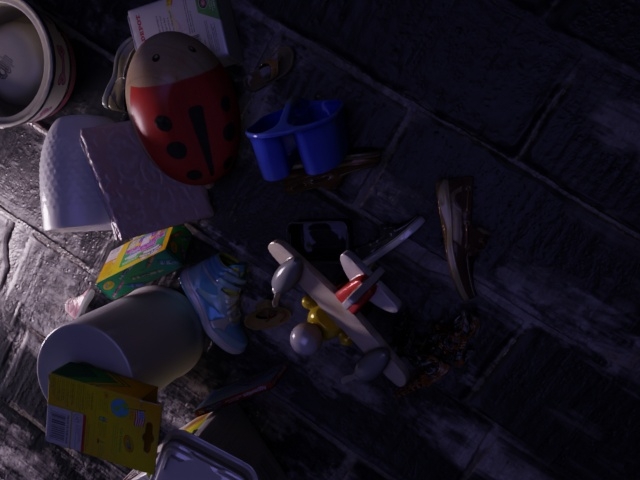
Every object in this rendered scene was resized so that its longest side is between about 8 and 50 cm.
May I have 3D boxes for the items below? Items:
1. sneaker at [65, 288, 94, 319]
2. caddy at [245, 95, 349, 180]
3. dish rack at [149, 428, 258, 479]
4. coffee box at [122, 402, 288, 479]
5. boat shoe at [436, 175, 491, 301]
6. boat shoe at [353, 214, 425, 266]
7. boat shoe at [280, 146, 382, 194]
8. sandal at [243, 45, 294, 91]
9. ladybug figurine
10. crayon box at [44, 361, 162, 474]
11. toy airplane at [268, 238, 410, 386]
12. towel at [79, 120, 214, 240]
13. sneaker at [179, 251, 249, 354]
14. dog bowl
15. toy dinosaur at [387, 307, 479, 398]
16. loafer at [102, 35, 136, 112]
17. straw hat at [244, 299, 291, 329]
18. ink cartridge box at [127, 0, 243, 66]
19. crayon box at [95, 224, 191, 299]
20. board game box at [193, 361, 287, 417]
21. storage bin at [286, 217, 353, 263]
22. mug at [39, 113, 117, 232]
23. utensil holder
[{"bbox_3d":[-0.832,0.207,1.772,0.070,0.051,0.134,35,109,2],"label":"sneaker"},{"bbox_3d":[-0.055,-0.291,1.364,0.242,0.341,0.179,-8,114,15],"label":"caddy"},{"bbox_3d":[-0.341,0.698,1.365,0.286,0.072,0.332,24,100,10],"label":"dish rack"},{"bbox_3d":[-0.362,0.759,1.588,0.334,0.338,0.338,-34,90,16],"label":"coffee box"},{"bbox_3d":[0.399,-0.007,1.395,0.123,0.123,0.341,-10,90,17],"label":"boat shoe"},{"bbox_3d":[0.189,-0.013,1.471,0.229,0.080,0.076,-37,90,24],"label":"boat shoe"},{"bbox_3d":[0.032,-0.196,1.471,0.308,0.111,0.104,-5,107,23],"label":"boat shoe"},{"bbox_3d":[-0.151,-0.493,1.492,0.180,0.049,0.072,-30,90,17],"label":"sandal"},{"bbox_3d":[-0.354,-0.333,1.421,0.305,0.162,0.449,-27,129,-18],"label":"ladybug figurine"},{"bbox_3d":[-0.538,0.452,1.320,0.319,0.081,0.202,12,102,12],"label":"crayon box"},{"bbox_3d":[0.038,0.194,1.349,0.272,0.386,0.384,-41,129,-19],"label":"toy airplane"},{"bbox_3d":[-0.498,-0.190,1.513,0.053,0.317,0.331,-13,97,50],"label":"towel"},{"bbox_3d":[-0.276,0.181,1.590,0.208,0.127,0.318,-33,90,18],"label":"sneaker"},{"bbox_3d":[-0.966,-0.559,1.639,0.409,0.150,0.407,2,100,13],"label":"dog bowl"},{"bbox_3d":[0.309,0.321,1.458,0.219,0.164,0.321,32,84,-9],"label":"toy dinosaur"},{"bbox_3d":[-0.584,-0.504,1.587,0.088,0.094,0.251,31,113,2],"label":"loafer"},{"bbox_3d":[-0.167,0.217,1.595,0.145,0.144,0.061,-27,53,17],"label":"straw hat"},{"bbox_3d":[-0.390,-0.592,1.503,0.279,0.117,0.201,-11,96,15],"label":"ink cartridge box"},{"bbox_3d":[-0.548,0.056,1.610,0.279,0.165,0.081,-24,124,16],"label":"crayon box"},{"bbox_3d":[-0.247,0.465,1.615,0.282,0.145,0.027,-25,94,17],"label":"board game box"},{"bbox_3d":[0.000,0.000,1.513,0.180,0.084,0.121,-1,98,14],"label":"storage bin"},{"bbox_3d":[-0.649,-0.202,1.574,0.375,0.276,0.327,-5,90,-15],"label":"mug"},{"bbox_3d":[-0.584,0.333,1.556,0.328,0.385,0.327,2,98,14],"label":"utensil holder"}]
